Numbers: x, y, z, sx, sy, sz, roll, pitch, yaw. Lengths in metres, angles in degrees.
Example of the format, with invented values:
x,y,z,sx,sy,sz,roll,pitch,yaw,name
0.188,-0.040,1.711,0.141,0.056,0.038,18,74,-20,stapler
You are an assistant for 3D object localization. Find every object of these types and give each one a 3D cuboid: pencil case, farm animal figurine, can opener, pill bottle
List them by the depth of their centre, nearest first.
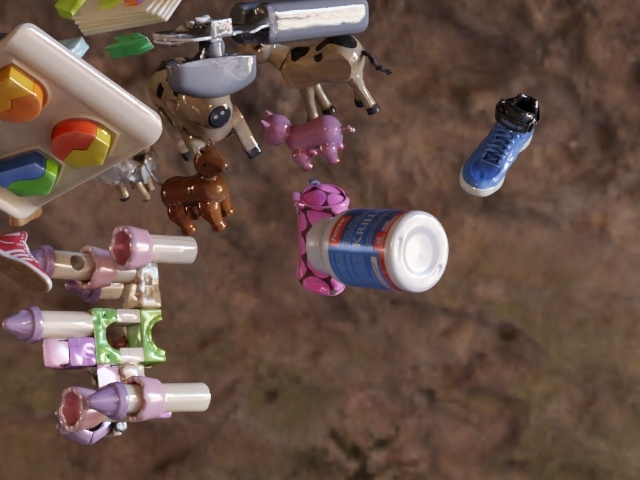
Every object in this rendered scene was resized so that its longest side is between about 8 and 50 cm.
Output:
x,y,z,sx,sy,sz,roll,pitch,yaw,name
-0.062,-0.215,1.542,0.283,0.095,0.076,-15,17,-43,can opener
-0.123,-0.177,1.814,0.327,0.330,0.172,18,-39,50,farm animal figurine
0.079,0.013,2.149,0.124,0.124,0.221,18,-10,-38,pill bottle
0.000,0.000,2.488,0.098,0.095,0.209,-5,-56,-7,pencil case

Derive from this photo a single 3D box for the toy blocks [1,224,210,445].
x,y,z,sx,sy,sz,roll,pitch,yaw,name
-0.355,0.145,2.051,0.260,0.289,0.309,2,-14,-39,toy blocks

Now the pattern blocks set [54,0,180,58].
x,y,z,sx,sy,sz,roll,pitch,yaw,name
-0.222,-0.334,1.803,0.285,0.325,0.026,-11,-51,25,pattern blocks set

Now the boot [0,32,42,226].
x,y,z,sx,sy,sz,roll,pitch,yaw,name
-0.462,-0.161,2.052,0.096,0.280,0.264,0,5,-6,boot

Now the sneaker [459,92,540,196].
x,y,z,sx,sy,sz,roll,pitch,yaw,name
0.222,-0.124,1.719,0.058,0.152,0.084,31,-40,19,sneaker

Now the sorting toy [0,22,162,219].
x,y,z,sx,sy,sz,roll,pitch,yaw,name
-0.291,-0.105,1.372,0.208,0.038,0.193,-29,-44,27,sorting toy

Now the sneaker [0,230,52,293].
x,y,z,sx,sy,sz,roll,pitch,yaw,name
-0.402,0.027,1.910,0.118,0.067,0.042,27,-55,14,sneaker
